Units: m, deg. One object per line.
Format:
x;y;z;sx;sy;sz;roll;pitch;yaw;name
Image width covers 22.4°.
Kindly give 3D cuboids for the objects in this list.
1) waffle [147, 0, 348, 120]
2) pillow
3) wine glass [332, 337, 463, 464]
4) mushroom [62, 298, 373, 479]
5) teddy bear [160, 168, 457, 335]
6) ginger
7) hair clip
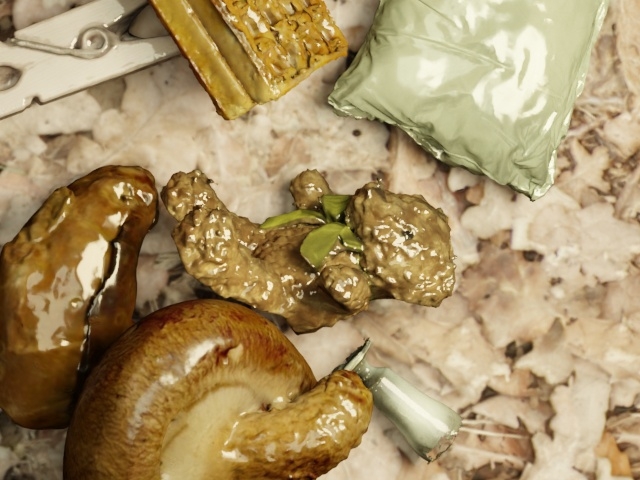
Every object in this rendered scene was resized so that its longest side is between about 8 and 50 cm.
-0.109;-0.300;1.820;0.091;0.213;0.308;-28;96;34;waffle
0.185;-0.237;1.901;0.283;0.138;0.309;21;87;-8;pillow
0.089;0.188;1.902;0.155;0.072;0.072;41;82;-5;wine glass
-0.133;0.228;1.755;0.345;0.239;0.345;-3;99;-21;mushroom
-0.006;-0.007;1.814;0.222;0.246;0.296;-44;118;12;teddy bear
-0.276;0.055;1.794;0.165;0.172;0.321;19;84;29;ginger
-0.289;-0.213;1.840;0.331;0.085;0.101;-22;100;-14;hair clip
